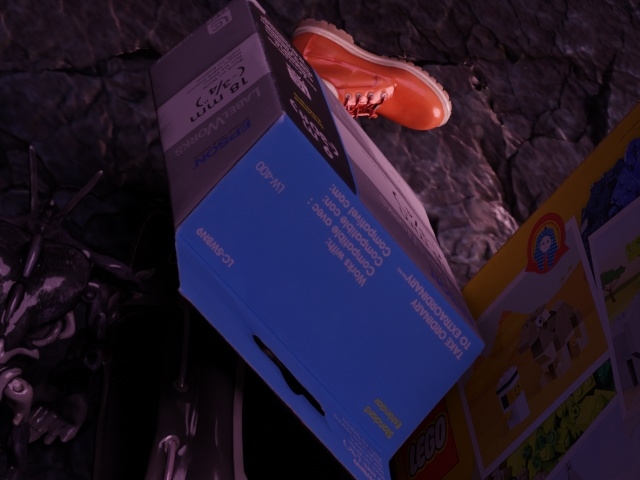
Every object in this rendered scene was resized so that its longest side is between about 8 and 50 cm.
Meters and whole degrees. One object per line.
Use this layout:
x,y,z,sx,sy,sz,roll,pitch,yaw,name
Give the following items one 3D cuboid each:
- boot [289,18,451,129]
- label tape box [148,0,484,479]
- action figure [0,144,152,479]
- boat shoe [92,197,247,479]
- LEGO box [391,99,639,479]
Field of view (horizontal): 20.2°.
0.037,-0.126,1.576,0.158,0.059,0.084,24,45,-5,boot
0.000,0.000,1.246,0.240,0.106,0.333,49,12,-28,label tape box
-0.213,0.081,1.139,0.164,0.141,0.275,24,58,-14,action figure
-0.111,0.098,1.216,0.095,0.112,0.335,17,49,-30,boat shoe
0.269,0.122,1.177,0.193,0.500,0.372,13,47,-28,LEGO box
